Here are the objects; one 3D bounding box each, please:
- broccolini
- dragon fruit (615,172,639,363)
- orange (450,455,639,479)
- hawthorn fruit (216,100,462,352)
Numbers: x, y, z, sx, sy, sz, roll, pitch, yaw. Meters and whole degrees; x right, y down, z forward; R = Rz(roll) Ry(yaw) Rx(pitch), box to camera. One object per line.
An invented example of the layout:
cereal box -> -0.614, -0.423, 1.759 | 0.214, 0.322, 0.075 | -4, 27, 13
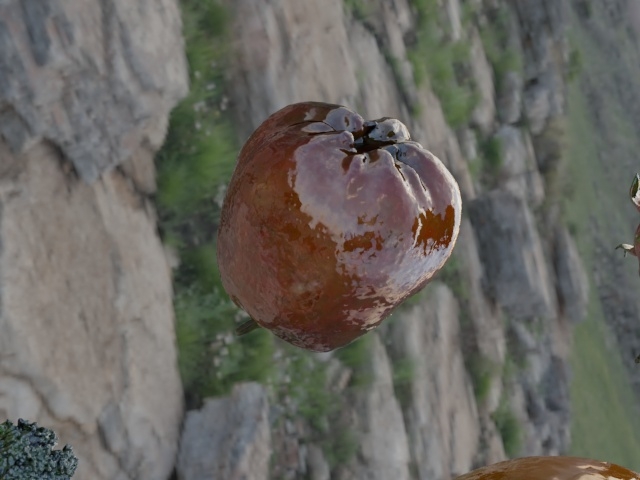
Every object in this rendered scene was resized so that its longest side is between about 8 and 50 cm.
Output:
broccolini -> -0.267, 0.157, 0.879 | 0.058, 0.216, 0.067 | 39, 63, -42
dragon fruit -> 0.353, 0.019, 1.151 | 0.137, 0.135, 0.236 | -95, -163, -51
orange -> 0.106, 0.258, 0.639 | 0.274, 0.274, 0.310 | 43, 65, -53
hawthorn fruit -> 0.000, 0.000, 1.141 | 0.224, 0.261, 0.224 | 24, 26, -12
